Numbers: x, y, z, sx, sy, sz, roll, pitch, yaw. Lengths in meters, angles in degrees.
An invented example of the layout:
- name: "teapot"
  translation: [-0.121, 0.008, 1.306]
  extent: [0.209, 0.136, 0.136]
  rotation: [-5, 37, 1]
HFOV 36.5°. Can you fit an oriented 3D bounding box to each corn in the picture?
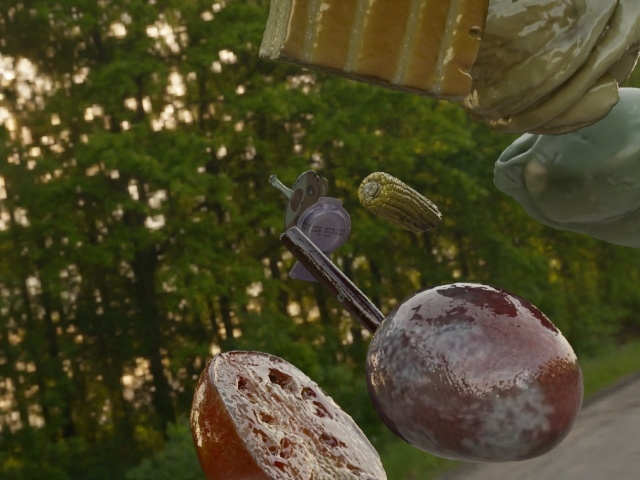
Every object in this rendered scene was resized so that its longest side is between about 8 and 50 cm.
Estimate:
- name: "corn"
  translation: [0.134, -0.058, 1.605]
  extent: [0.072, 0.072, 0.203]
  rotation: [-17, -24, 30]

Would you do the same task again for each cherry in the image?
- name: "cherry"
  translation: [0.173, 0.152, 1.140]
  extent: [0.236, 0.213, 0.285]
  rotation: [-25, 18, -23]

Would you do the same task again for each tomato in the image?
- name: "tomato"
  translation: [-0.067, 0.313, 1.420]
  extent: [0.144, 0.338, 0.338]
  rotation: [-47, -19, 15]

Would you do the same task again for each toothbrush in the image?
- name: "toothbrush"
  translation: [0.064, 0.110, 1.591]
  extent: [0.041, 0.364, 0.041]
  rotation: [-40, -17, -15]

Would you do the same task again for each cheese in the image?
- name: "cheese"
  translation: [0.000, 0.000, 1.889]
  extent: [0.105, 0.191, 0.042]
  rotation: [9, 28, -12]

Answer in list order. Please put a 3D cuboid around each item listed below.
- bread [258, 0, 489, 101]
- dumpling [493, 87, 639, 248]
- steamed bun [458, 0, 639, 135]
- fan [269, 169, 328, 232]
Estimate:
- name: "bread"
  translation: [0.074, -0.293, 1.074]
  extent: [0.239, 0.246, 0.111]
  rotation: [10, 2, -21]
- name: "dumpling"
  translation: [0.449, -0.113, 1.587]
  extent: [0.211, 0.270, 0.320]
  rotation: [-5, 12, -28]
- name: "steamed bun"
  translation: [0.287, -0.277, 1.401]
  extent: [0.372, 0.231, 0.325]
  rotation: [-3, 25, 14]
- name: "fan"
  translation: [-0.050, -0.080, 1.919]
  extent: [0.008, 0.153, 0.226]
  rotation: [18, -9, 29]
